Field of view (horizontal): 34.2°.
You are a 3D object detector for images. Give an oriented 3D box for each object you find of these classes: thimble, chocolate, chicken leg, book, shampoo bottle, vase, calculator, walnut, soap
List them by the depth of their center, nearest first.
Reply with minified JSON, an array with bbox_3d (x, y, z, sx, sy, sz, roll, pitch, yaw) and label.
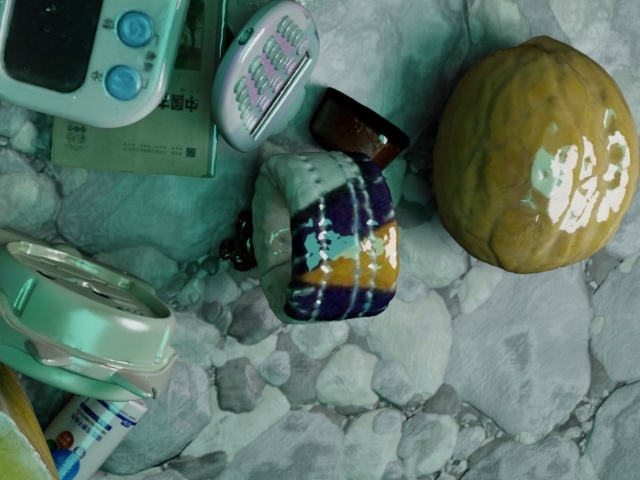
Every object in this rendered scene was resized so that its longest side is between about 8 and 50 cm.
[{"bbox_3d":[-0.391,0.228,1.248,0.089,0.274,0.174,-31,115,-13],"label":"soap"},{"bbox_3d":[-0.223,-0.224,1.290,0.214,0.025,0.283,4,102,1],"label":"book"},{"bbox_3d":[-0.067,-0.200,1.299,0.041,0.299,0.186,33,86,11],"label":"calculator"},{"bbox_3d":[0.000,0.000,1.348,0.150,0.237,0.237,-5,107,-19],"label":"thimble"},{"bbox_3d":[-0.041,-0.319,1.358,0.219,0.096,0.096,-32,116,-16],"label":"vase"},{"bbox_3d":[-0.363,0.313,1.391,0.303,0.092,0.092,-49,118,-5],"label":"shampoo bottle"},{"bbox_3d":[0.056,-0.135,1.447,0.148,0.125,0.080,27,109,-33],"label":"chocolate"},{"bbox_3d":[-0.047,-0.020,1.464,0.219,0.048,0.090,-25,117,-17],"label":"chicken leg"},{"bbox_3d":[0.299,-0.120,1.466,0.332,0.333,0.333,-7,108,-23],"label":"walnut"}]

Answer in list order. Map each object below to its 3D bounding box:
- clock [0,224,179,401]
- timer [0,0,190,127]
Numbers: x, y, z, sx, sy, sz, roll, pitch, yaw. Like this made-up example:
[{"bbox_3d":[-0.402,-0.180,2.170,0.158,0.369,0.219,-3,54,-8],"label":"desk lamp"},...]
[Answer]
[{"bbox_3d":[-0.290,0.091,1.228,0.265,0.324,0.109,24,94,-30],"label":"clock"},{"bbox_3d":[-0.278,-0.274,1.225,0.237,0.087,0.262,15,101,-2],"label":"timer"}]
